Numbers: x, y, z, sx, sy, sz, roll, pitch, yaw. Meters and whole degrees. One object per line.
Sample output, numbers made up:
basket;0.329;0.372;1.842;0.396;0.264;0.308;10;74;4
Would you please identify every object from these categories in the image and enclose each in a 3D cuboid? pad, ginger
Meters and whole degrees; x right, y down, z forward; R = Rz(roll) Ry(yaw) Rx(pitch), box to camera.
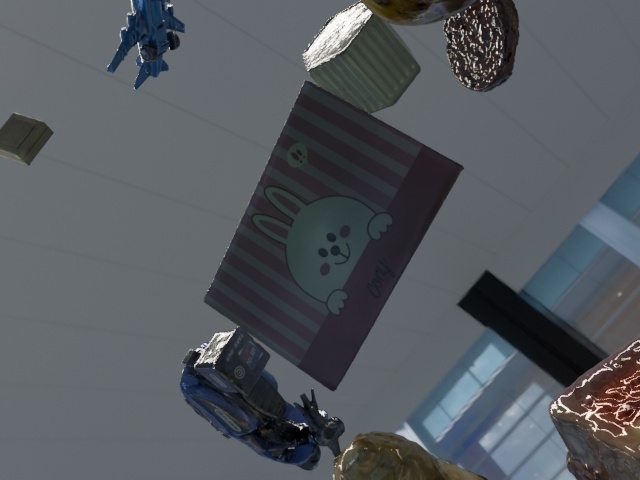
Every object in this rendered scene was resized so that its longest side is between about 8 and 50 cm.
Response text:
pad;0.000;0.000;0.682;0.299;0.202;0.005;-62;-14;17
ginger;0.100;0.248;0.575;0.193;0.115;0.122;11;-35;10

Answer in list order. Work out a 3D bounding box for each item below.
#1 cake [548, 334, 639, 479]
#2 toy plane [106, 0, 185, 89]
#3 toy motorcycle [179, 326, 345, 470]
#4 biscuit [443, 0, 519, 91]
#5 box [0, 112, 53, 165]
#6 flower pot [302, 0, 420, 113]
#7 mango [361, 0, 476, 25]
cake;0.440;0.207;0.625;0.309;0.237;0.230;-34;-69;-12
toy plane;-0.389;-0.481;1.378;0.254;0.105;0.271;-49;-12;-39
toy motorcycle;-0.090;0.299;1.052;0.358;0.213;0.125;47;-127;-24
biscuit;0.288;-0.363;1.082;0.049;0.192;0.192;-20;-45;-19
box;-0.537;-0.185;1.085;0.083;0.079;0.035;-62;-23;-22
flower pot;0.096;-0.435;1.461;0.190;0.239;0.209;41;-125;-33
mango;0.149;-0.307;0.475;0.316;0.192;0.146;-42;-75;16
